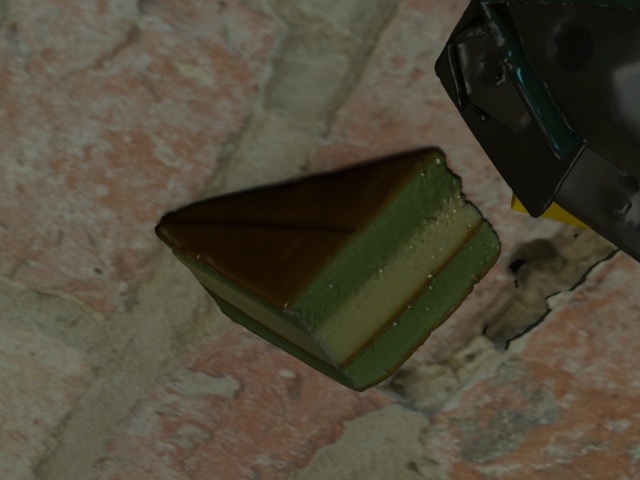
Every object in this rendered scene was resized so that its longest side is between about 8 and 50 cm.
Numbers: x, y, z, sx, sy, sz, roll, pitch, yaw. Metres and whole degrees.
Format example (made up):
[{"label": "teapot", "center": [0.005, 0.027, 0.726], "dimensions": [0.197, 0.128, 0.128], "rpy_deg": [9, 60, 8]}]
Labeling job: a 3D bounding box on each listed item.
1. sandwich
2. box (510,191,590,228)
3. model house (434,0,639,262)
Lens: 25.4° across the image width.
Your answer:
[{"label": "sandwich", "center": [0.000, 0.000, 0.974], "dimensions": [0.187, 0.144, 0.117], "rpy_deg": [27, 159, 48]}, {"label": "box", "center": [0.259, -0.043, 0.821], "dimensions": [0.269, 0.043, 0.152], "rpy_deg": [14, 141, 1]}, {"label": "model house", "center": [0.129, -0.123, 0.649], "dimensions": [0.243, 0.204, 0.211], "rpy_deg": [36, 125, 9]}]
